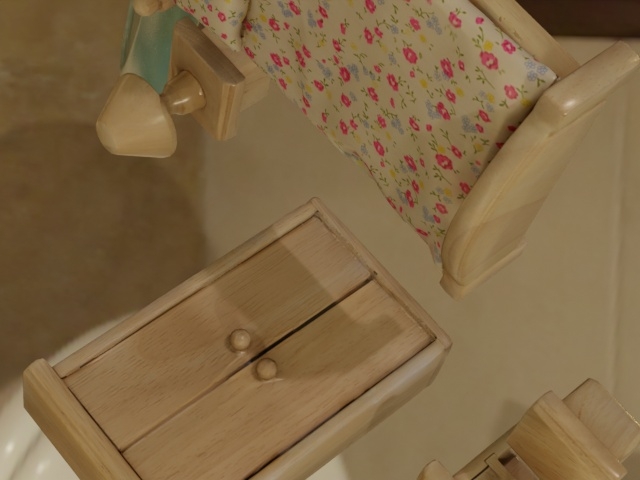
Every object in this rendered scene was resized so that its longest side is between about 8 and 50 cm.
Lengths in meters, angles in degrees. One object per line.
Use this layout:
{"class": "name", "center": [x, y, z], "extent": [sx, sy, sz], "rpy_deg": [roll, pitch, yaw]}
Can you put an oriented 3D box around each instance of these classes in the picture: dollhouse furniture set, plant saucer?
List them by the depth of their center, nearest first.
{"class": "dollhouse furniture set", "center": [0.000, 0.000, 0.532], "extent": [0.174, 0.303, 0.355], "rpy_deg": [-34, 161, -26]}
{"class": "plant saucer", "center": [-0.116, -0.254, 1.165], "extent": [0.043, 0.317, 0.317], "rpy_deg": [13, 87, -13]}
